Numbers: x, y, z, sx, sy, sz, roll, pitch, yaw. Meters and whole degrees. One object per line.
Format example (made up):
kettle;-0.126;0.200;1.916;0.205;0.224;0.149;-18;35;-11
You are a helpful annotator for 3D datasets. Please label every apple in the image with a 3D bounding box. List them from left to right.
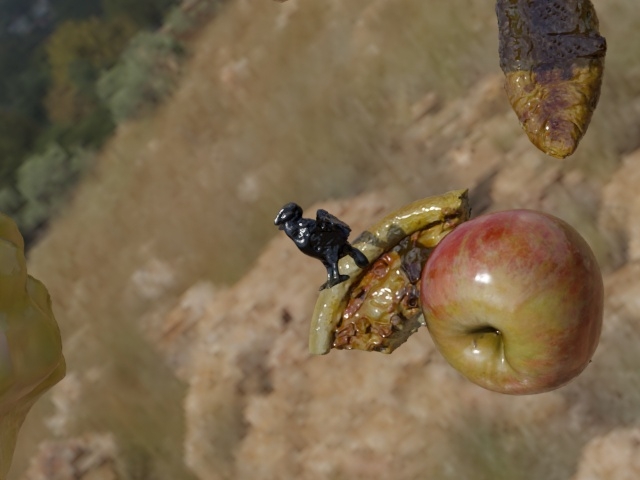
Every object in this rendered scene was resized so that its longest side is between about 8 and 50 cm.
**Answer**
apple;0.206;0.064;1.816;0.209;0.209;0.164;-20;24;47

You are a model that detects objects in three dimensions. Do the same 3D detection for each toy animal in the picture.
toy animal;0.000;0.000;1.851;0.062;0.108;0.220;-37;4;-13

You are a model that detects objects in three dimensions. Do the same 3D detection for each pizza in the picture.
pizza;0.084;0.046;1.978;0.271;0.134;0.056;-36;-14;21

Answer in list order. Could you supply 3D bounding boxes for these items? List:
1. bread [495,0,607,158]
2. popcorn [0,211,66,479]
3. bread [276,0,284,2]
bread;0.224;-0.192;1.676;0.105;0.233;0.076;-8;-4;1
popcorn;-0.277;0.126;0.867;0.349;0.381;0.349;-22;5;2
bread;0.003;-0.326;1.409;0.340;0.194;0.179;-37;10;24
